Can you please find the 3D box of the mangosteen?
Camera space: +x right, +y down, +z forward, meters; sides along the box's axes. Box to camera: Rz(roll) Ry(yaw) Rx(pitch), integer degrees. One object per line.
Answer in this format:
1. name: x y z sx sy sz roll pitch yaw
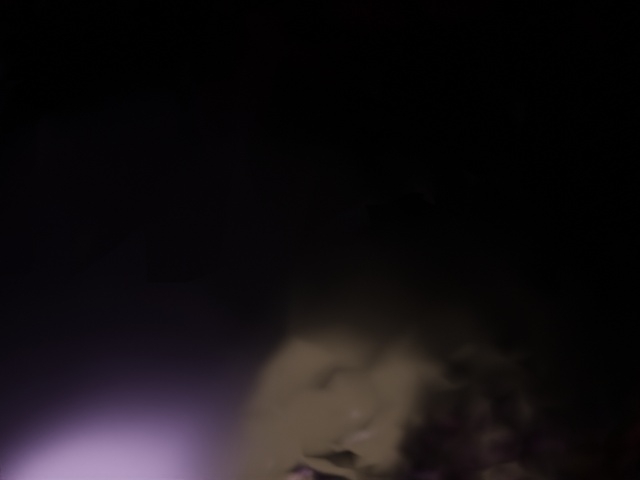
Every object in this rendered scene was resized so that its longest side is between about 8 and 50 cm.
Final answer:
1. mangosteen: 0.000 0.000 0.677 0.382 0.435 0.382 -3 145 -2
